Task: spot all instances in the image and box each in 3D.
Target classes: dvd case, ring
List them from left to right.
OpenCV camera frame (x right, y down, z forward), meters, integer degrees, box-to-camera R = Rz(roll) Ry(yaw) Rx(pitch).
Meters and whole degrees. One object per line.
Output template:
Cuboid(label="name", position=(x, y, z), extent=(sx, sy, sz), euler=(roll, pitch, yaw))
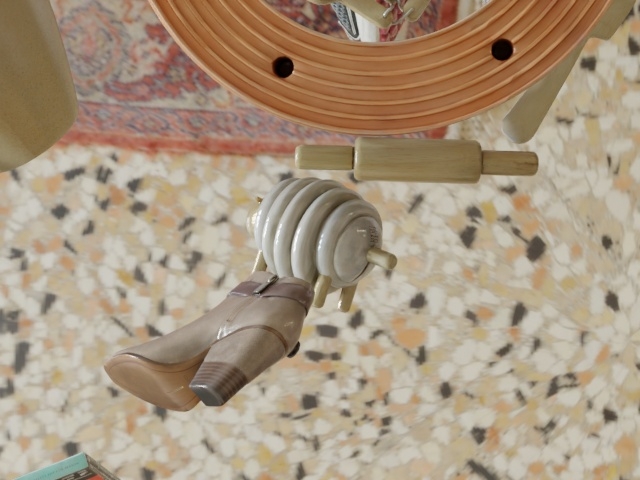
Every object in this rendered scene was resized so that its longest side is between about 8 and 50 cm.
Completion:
Cuboid(label="dvd case", position=(-0.179, 0.174, 0.819), extent=(0.087, 0.119, 0.013), euler=(-21, 66, -1))
Cuboid(label="ring", position=(0.037, -0.234, 0.774), extent=(0.337, 0.032, 0.336), euler=(0, 94, 7))

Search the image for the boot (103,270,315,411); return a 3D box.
Cuboid(label="boot", position=(-0.059, 0.053, 0.688), extent=(0.118, 0.042, 0.087), euler=(5, 46, 43))

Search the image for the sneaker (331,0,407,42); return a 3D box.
Cuboid(label="sneaker", position=(0.005, -0.272, 0.968), extent=(0.112, 0.299, 0.121), euler=(6, 54, 27))

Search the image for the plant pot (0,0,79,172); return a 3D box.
Cuboid(label="plant pot", position=(-0.375, -0.211, 1.265), extent=(0.256, 0.256, 0.274), euler=(-25, 122, 11))

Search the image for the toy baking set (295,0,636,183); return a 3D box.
Cuboid(label="toy baking set", position=(0.087, -0.131, 0.835), extent=(0.256, 0.030, 0.196), euler=(6, 79, 1))

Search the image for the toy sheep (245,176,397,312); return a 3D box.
Cuboid(label="toy sheep", position=(0.000, 0.000, 0.863), extent=(0.132, 0.091, 0.091), euler=(20, 90, 32))
